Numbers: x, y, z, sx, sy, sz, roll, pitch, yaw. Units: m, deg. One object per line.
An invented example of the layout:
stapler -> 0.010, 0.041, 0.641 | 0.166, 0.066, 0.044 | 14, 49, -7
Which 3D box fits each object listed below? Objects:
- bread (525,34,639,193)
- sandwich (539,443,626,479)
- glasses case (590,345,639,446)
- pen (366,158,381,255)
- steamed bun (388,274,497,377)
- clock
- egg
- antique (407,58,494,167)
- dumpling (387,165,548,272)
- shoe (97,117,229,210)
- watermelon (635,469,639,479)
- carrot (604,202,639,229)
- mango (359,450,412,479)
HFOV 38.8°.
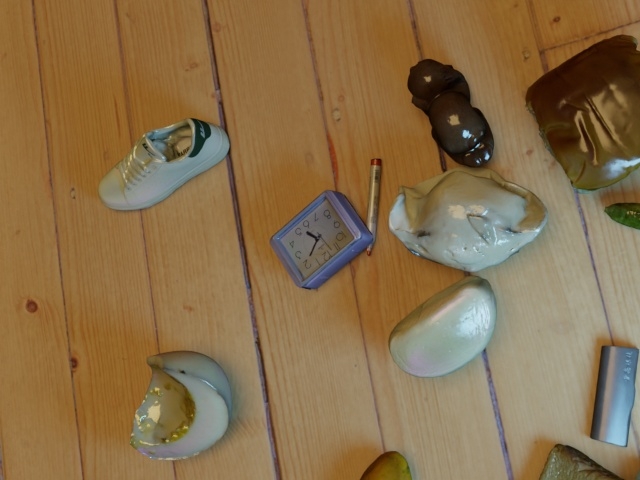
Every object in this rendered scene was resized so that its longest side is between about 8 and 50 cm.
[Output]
bread -> 0.550, -0.240, 1.762 | 0.250, 0.225, 0.279 | -31, 70, 15
sandwich -> 0.484, 0.524, 1.642 | 0.254, 0.100, 0.288 | -65, 22, -6
glasses case -> 0.571, 0.299, 1.762 | 0.072, 0.042, 0.190 | 8, 83, 14
pen -> 0.115, -0.074, 2.010 | 0.026, 0.026, 0.218 | 2, 82, 21
steamed bun -> 0.264, 0.186, 1.838 | 0.239, 0.170, 0.152 | -34, 94, 15
clock -> 0.001, 0.001, 2.002 | 0.193, 0.073, 0.144 | -41, 67, 17
egg -> -0.298, 0.345, 2.025 | 0.206, 0.161, 0.271 | 12, 121, -8
antique -> 0.264, -0.281, 1.913 | 0.121, 0.143, 0.256 | -30, 57, 16
dumpling -> 0.306, -0.055, 1.885 | 0.318, 0.187, 0.242 | 0, 41, 12
shoe -> -0.403, -0.183, 2.155 | 0.363, 0.160, 0.131 | -25, 71, 15
watermelon -> 0.665, 0.559, 1.560 | 0.228, 0.258, 0.387 | -43, 64, 6
carrot -> 0.728, -0.027, 1.743 | 0.359, 0.074, 0.074 | 14, 86, 25
mango -> 0.132, 0.543, 1.851 | 0.147, 0.109, 0.227 | 13, 86, 47
